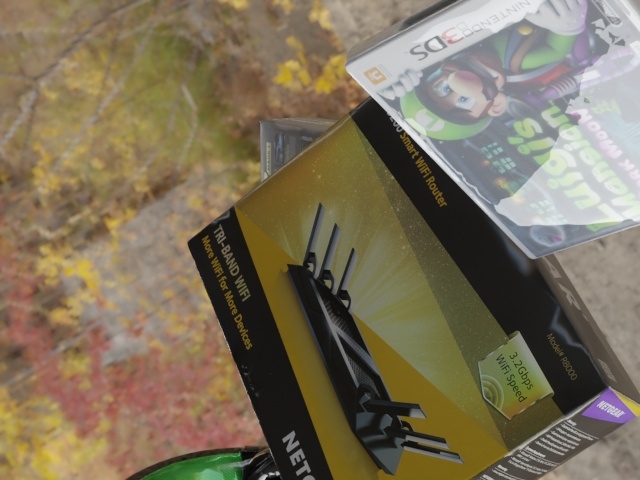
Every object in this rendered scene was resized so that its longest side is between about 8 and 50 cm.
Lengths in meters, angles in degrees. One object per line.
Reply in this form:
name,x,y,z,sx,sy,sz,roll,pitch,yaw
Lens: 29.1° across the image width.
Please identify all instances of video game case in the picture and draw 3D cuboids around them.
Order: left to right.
video game case,0.135,-0.073,0.711,0.173,0.022,0.190,-22,125,43

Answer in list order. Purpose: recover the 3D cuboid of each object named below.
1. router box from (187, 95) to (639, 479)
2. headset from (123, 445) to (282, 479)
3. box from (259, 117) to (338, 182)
router box,0.056,0.058,0.916,0.081,0.243,0.309,29,-152,-52
headset,-0.026,0.247,1.176,0.243,0.394,0.185,-51,-41,-69
box,0.000,0.000,1.204,0.183,0.059,0.233,-163,70,-63
